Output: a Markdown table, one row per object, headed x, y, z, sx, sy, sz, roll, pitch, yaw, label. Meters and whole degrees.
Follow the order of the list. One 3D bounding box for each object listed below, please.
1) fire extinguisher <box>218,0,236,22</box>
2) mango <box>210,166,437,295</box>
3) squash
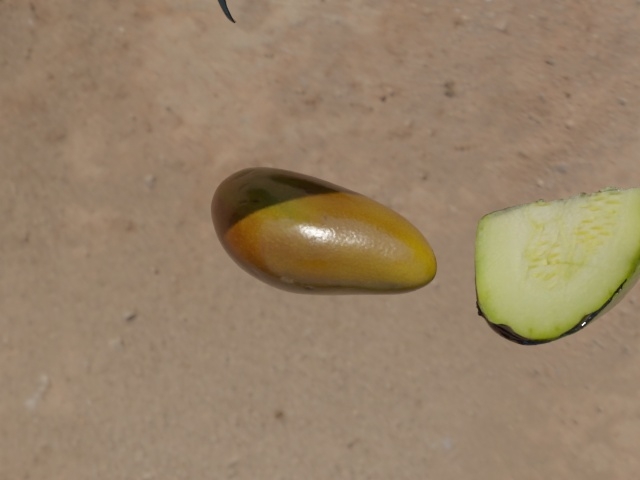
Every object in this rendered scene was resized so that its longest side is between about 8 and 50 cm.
| x | y | z | sx | sy | sz | roll | pitch | yaw | label |
| --- | --- | --- | --- | --- | --- | --- | --- | --- | --- |
| 0.020 | -0.338 | 1.144 | 0.376 | 0.113 | 0.200 | -32 | 95 | 24 | fire extinguisher |
| 0.000 | 0.000 | 1.592 | 0.253 | 0.138 | 0.113 | 19 | 126 | 9 | mango |
| 0.296 | 0.028 | 1.809 | 0.237 | 0.155 | 0.204 | -11 | 76 | 20 | squash |
